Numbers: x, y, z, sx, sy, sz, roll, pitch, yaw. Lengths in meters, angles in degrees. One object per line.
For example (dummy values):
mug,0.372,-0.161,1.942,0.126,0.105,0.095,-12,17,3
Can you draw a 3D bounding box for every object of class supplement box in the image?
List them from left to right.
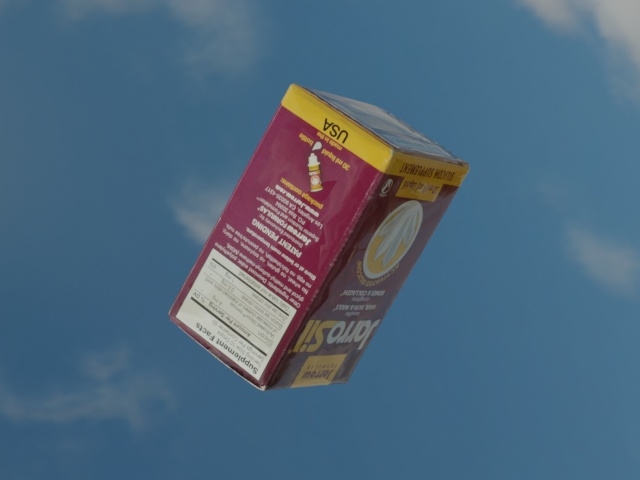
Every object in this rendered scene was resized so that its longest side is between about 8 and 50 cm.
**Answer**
supplement box,0.000,0.000,0.436,0.043,0.083,0.055,36,-164,26
